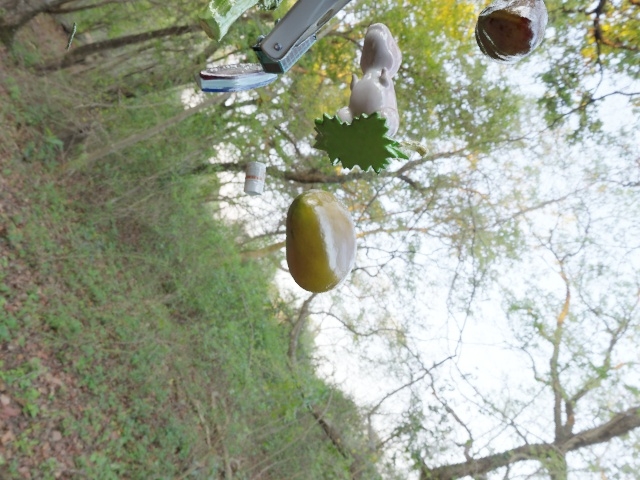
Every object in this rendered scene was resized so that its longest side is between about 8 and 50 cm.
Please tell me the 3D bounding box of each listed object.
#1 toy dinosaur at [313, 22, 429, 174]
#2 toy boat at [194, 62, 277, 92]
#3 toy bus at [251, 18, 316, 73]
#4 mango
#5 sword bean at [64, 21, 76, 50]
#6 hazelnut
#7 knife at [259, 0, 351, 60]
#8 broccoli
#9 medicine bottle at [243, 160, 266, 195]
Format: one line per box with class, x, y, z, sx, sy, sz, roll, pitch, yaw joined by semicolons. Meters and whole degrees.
toy dinosaur;0.069;-0.200;0.653;0.152;0.177;0.194;1;-44;36
toy boat;-0.205;-0.423;1.099;0.080;0.229;0.046;62;-31;17
toy bus;-0.083;-0.486;1.052;0.079;0.160;0.091;16;-30;34
mango;0.004;-0.001;0.932;0.139;0.175;0.254;18;-50;25
sword bean;-0.678;-0.555;1.163;0.083;0.012;0.012;-52;-126;26
hazelnut;0.610;-0.686;1.380;0.251;0.217;0.217;-76;153;-56
knife;-0.010;-0.449;0.830;0.073;0.266;0.040;45;29;-23
broccoli;-0.241;-0.834;1.407;0.275;0.396;0.353;30;18;18
medicine bottle;-0.190;-0.179;1.235;0.057;0.057;0.089;164;-66;-76
